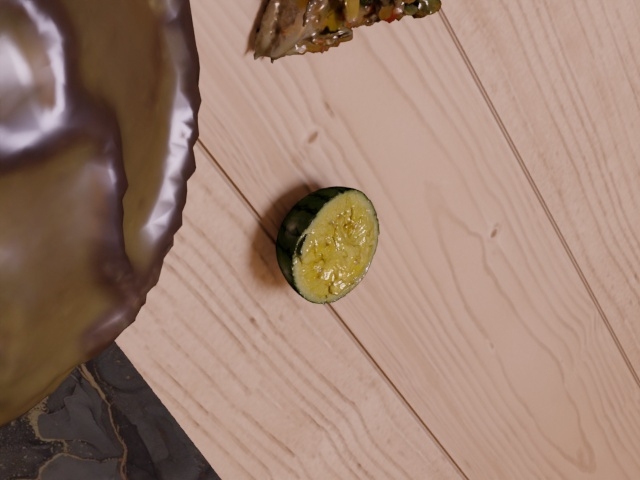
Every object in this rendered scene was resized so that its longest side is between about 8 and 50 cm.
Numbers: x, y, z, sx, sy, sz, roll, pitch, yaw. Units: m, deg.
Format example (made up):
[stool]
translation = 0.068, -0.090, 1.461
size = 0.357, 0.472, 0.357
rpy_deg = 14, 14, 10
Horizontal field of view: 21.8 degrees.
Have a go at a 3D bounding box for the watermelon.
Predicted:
[watermelon]
translation = 0.000, 0.000, 1.442
size = 0.105, 0.062, 0.105
rpy_deg = -22, 121, -40

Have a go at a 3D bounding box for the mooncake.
[mooncake]
translation = -0.258, -0.086, 0.961
size = 0.394, 0.246, 0.393
rpy_deg = -3, 110, -51

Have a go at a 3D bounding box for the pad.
[pad]
translation = -0.262, 0.166, 1.125
size = 0.367, 0.248, 0.007
rpy_deg = -24, 154, -36

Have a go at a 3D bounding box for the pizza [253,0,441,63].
[pizza]
translation = 0.045, -0.227, 1.338
size = 0.226, 0.069, 0.147
rpy_deg = -27, 134, -35
